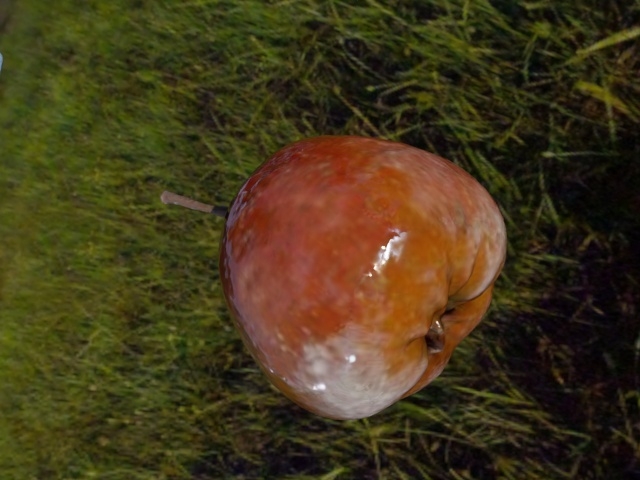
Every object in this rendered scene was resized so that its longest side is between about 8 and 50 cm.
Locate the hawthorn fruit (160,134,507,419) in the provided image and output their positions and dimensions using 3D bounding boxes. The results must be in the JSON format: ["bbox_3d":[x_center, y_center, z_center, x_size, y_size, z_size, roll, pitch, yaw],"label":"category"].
[{"bbox_3d":[0.032,0.010,0.621,0.231,0.235,0.263,-50,51,50],"label":"hawthorn fruit"}]

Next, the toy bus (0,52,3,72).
[{"bbox_3d":[-0.417,-0.104,0.774,0.234,0.133,0.116,-47,35,43],"label":"toy bus"}]
